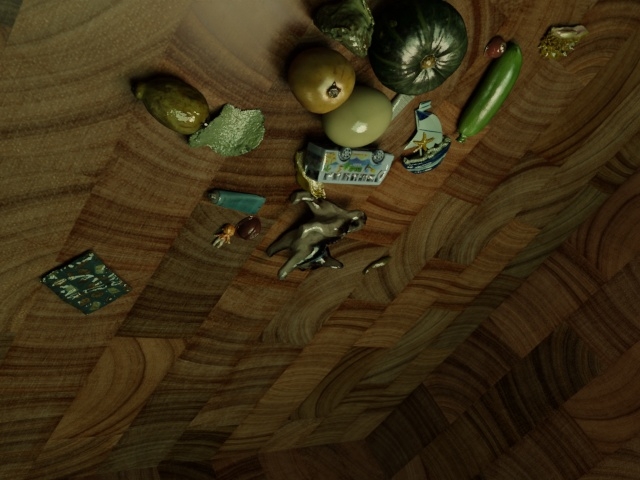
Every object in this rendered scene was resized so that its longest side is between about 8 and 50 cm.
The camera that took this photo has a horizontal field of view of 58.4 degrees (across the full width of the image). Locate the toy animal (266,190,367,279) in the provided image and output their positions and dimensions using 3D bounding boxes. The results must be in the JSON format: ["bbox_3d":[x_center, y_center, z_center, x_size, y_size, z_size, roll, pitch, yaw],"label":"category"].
[{"bbox_3d":[0.000,0.000,2.136,0.303,0.194,0.344,2,137,-30],"label":"toy animal"}]

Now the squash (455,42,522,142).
[{"bbox_3d":[0.611,-0.519,2.070,0.107,0.107,0.394,0,132,-37],"label":"squash"}]

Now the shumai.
[{"bbox_3d":[0.090,-0.592,1.547,0.184,0.184,0.141,14,117,-45],"label":"shumai"}]

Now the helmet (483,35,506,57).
[{"bbox_3d":[0.605,-0.652,1.961,0.065,0.049,0.084,-1,132,-37],"label":"helmet"}]

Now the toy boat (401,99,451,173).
[{"bbox_3d":[0.384,-0.389,2.111,0.221,0.067,0.291,-26,132,-10],"label":"toy boat"}]

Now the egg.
[{"bbox_3d":[0.116,-0.389,1.788,0.242,0.186,0.185,-28,144,-26],"label":"egg"}]

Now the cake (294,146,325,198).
[{"bbox_3d":[-0.035,-0.215,1.937,0.080,0.116,0.184,-18,145,-22],"label":"cake"}]

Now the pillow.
[{"bbox_3d":[-0.758,0.147,1.873,0.189,0.034,0.255,-31,143,-3],"label":"pillow"}]

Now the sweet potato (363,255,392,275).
[{"bbox_3d":[0.256,0.109,2.575,0.153,0.038,0.041,-30,120,-1],"label":"sweet potato"}]

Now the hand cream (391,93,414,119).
[{"bbox_3d":[0.238,-0.435,1.950,0.194,0.042,0.067,-47,133,10],"label":"hand cream"}]

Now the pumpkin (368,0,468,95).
[{"bbox_3d":[0.281,-0.577,1.686,0.301,0.207,0.300,-11,147,-7],"label":"pumpkin"}]

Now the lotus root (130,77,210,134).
[{"bbox_3d":[-0.388,-0.357,1.498,0.214,0.138,0.138,17,122,-36],"label":"lotus root"}]

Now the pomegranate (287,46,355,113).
[{"bbox_3d":[0.004,-0.459,1.628,0.191,0.191,0.191,-20,141,-17],"label":"pomegranate"}]

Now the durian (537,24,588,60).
[{"bbox_3d":[0.901,-0.720,2.078,0.225,0.078,0.140,-21,142,-13],"label":"durian"}]

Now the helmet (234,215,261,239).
[{"bbox_3d":[-0.250,-0.030,2.028,0.111,0.057,0.089,-38,145,6],"label":"helmet"}]

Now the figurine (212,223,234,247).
[{"bbox_3d":[-0.338,-0.011,1.999,0.064,0.047,0.109,30,120,-25],"label":"figurine"}]

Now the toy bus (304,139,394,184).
[{"bbox_3d":[0.100,-0.262,1.943,0.330,0.109,0.135,-3,113,-41],"label":"toy bus"}]

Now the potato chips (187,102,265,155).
[{"bbox_3d":[-0.278,-0.319,1.685,0.229,0.059,0.167,2,125,-31],"label":"potato chips"}]

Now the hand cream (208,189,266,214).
[{"bbox_3d":[-0.280,-0.132,1.912,0.224,0.048,0.083,10,126,-50],"label":"hand cream"}]
